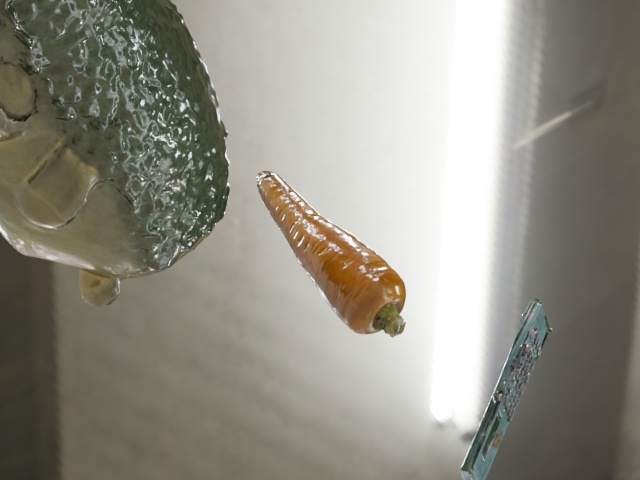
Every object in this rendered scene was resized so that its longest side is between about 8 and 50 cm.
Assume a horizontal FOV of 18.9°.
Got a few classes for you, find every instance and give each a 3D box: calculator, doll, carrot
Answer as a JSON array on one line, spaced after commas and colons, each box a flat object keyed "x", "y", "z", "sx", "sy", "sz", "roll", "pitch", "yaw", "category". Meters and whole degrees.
[{"x": 0.158, "y": 0.133, "z": 1.633, "sx": 0.018, "sy": 0.172, "sz": 0.057, "roll": 15, "pitch": -27, "yaw": 24, "category": "calculator"}, {"x": -0.204, "y": -0.119, "z": 1.486, "sx": 0.247, "sy": 0.247, "sz": 0.350, "roll": 29, "pitch": -34, "yaw": 31, "category": "doll"}, {"x": 0.000, "y": 0.000, "z": 1.636, "sx": 0.257, "sy": 0.061, "sz": 0.061, "roll": 49, "pitch": -40, "yaw": 44, "category": "carrot"}]
